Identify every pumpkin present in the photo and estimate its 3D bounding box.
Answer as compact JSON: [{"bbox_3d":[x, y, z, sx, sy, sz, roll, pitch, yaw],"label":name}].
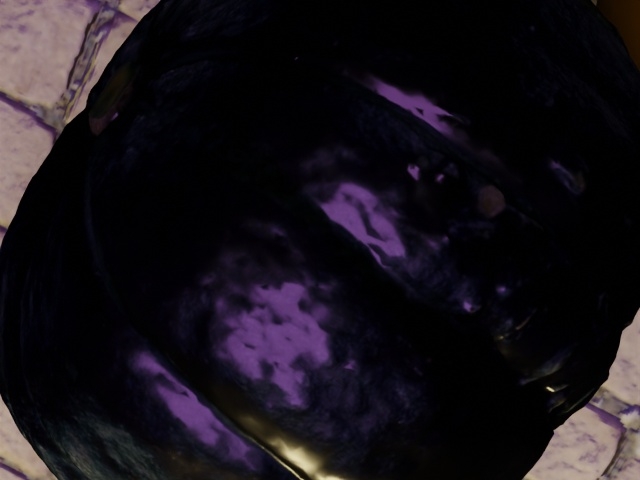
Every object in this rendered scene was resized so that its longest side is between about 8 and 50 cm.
[{"bbox_3d":[0.000,0.000,0.773,0.266,0.363,0.363,40,113,-19],"label":"pumpkin"}]

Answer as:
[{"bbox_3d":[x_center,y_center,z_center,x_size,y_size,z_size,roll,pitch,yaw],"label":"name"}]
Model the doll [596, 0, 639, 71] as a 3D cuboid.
[{"bbox_3d":[0.244,-0.072,0.813,0.199,0.145,0.363,-5,112,29],"label":"doll"}]
